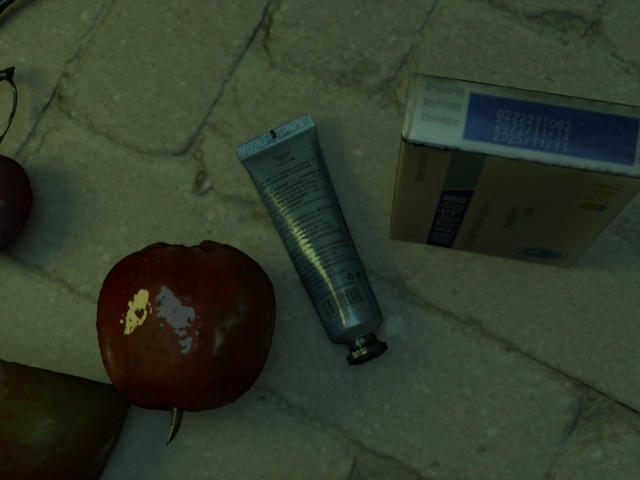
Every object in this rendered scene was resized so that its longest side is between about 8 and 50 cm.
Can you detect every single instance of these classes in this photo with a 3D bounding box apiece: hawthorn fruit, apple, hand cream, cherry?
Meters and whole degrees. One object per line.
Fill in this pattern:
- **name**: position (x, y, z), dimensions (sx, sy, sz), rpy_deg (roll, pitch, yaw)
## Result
- **hawthorn fruit**: position (-0.133, 0.100, 1.130), dimensions (0.179, 0.179, 0.200), rpy_deg (-1, 75, 1)
- **apple**: position (-0.374, 0.189, 1.143), dimensions (0.346, 0.254, 0.179), rpy_deg (8, 38, 4)
- **hand cream**: position (0.000, 0.000, 1.213), dimensions (0.091, 0.058, 0.271), rpy_deg (-26, 74, 8)
- **cherry**: position (-0.365, -0.081, 1.225), dimensions (0.107, 0.090, 0.225), rpy_deg (-12, 68, 6)

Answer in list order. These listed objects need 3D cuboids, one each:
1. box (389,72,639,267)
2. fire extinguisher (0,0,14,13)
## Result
- **box**: position (0.168, -0.052, 1.068), dimensions (0.200, 0.343, 0.065), rpy_deg (10, 78, 4)
- **fire extinguisher**: position (-0.411, -0.304, 1.258), dimensions (0.376, 0.113, 0.200), rpy_deg (-17, 78, -2)
